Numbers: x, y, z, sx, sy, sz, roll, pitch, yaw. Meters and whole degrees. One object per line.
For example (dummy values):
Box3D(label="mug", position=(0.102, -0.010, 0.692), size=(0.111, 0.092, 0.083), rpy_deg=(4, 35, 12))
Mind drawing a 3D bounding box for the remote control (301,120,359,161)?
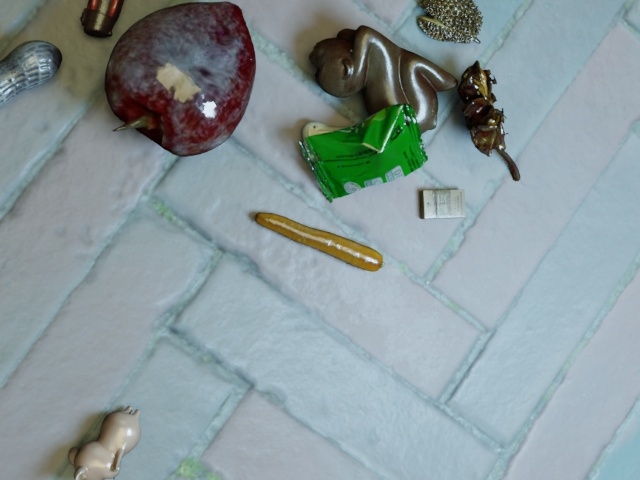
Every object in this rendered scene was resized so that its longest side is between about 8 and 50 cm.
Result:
Box3D(label="remote control", position=(0.027, -0.174, 1.651), size=(0.122, 0.032, 0.074), rpy_deg=(2, 89, -16))

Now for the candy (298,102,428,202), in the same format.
Box3D(label="candy", position=(0.080, -0.151, 1.603), size=(0.203, 0.078, 0.141), rpy_deg=(-22, 114, 6))

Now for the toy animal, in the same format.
Box3D(label="toy animal", position=(-0.347, 0.334, 1.510), size=(0.089, 0.083, 0.150), rpy_deg=(40, 67, 2))

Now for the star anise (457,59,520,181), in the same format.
Box3D(label="star anise", position=(0.303, -0.206, 1.673), size=(0.073, 0.177, 0.234), rpy_deg=(-22, 92, 25))

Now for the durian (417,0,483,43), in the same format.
Box3D(label="durian", position=(0.252, -0.407, 1.704), size=(0.140, 0.071, 0.110), rpy_deg=(31, 81, -17))

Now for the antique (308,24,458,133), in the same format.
Box3D(label="antique", position=(0.102, -0.278, 1.636), size=(0.257, 0.121, 0.143), rpy_deg=(27, 91, -20))

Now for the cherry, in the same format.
Box3D(label="cherry", position=(-0.218, -0.265, 1.501), size=(0.230, 0.203, 0.300), rpy_deg=(36, 71, -4))

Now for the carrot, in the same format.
Box3D(label="carrot", position=(0.000, 0.000, 1.634), size=(0.248, 0.043, 0.043), rpy_deg=(21, 83, -12))

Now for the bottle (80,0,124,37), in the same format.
Box3D(label="bottle", position=(-0.353, -0.418, 1.545), size=(0.060, 0.060, 0.164), rpy_deg=(17, 84, -14))

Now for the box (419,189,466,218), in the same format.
Box3D(label="box", position=(0.225, -0.067, 1.706), size=(0.083, 0.024, 0.053), rpy_deg=(-3, 89, -17))

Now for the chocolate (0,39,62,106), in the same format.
Box3D(label="chocolate", position=(-0.494, -0.268, 1.494), size=(0.167, 0.072, 0.072), rpy_deg=(-32, 96, -12))
